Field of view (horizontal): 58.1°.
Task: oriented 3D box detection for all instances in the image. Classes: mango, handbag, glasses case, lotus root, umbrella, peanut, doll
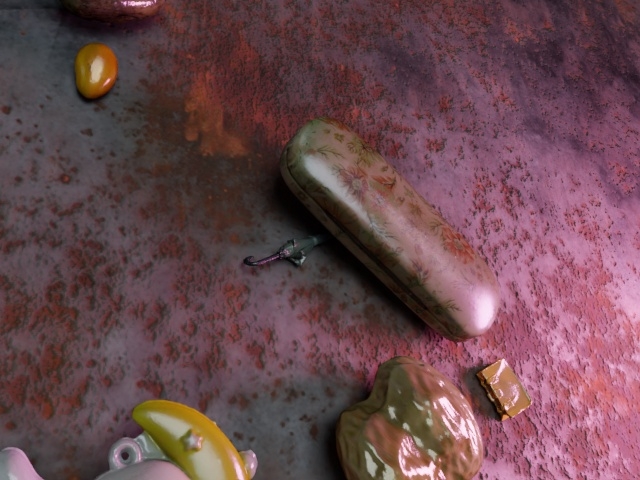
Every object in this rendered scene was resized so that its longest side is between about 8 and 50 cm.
[{"bbox_3d":[-0.326,-0.244,0.834,0.060,0.046,0.089,16,71,-18],"label":"mango"},{"bbox_3d":[0.289,0.235,0.912,0.061,0.027,0.083,-21,73,-33],"label":"handbag"},{"bbox_3d":[0.115,-0.015,0.889,0.425,0.098,0.156,43,45,-10],"label":"glasses case"},{"bbox_3d":[-0.319,-0.375,0.883,0.179,0.089,0.080,-11,112,-36],"label":"lotus root"},{"bbox_3d":[0.003,0.002,0.879,0.269,0.044,0.044,-19,119,-35],"label":"umbrella"},{"bbox_3d":[0.116,0.266,0.752,0.233,0.110,0.196,-37,90,-36],"label":"peanut"},{"bbox_3d":[-0.175,0.285,0.591,0.252,0.111,0.237,-15,88,-33],"label":"doll"}]
